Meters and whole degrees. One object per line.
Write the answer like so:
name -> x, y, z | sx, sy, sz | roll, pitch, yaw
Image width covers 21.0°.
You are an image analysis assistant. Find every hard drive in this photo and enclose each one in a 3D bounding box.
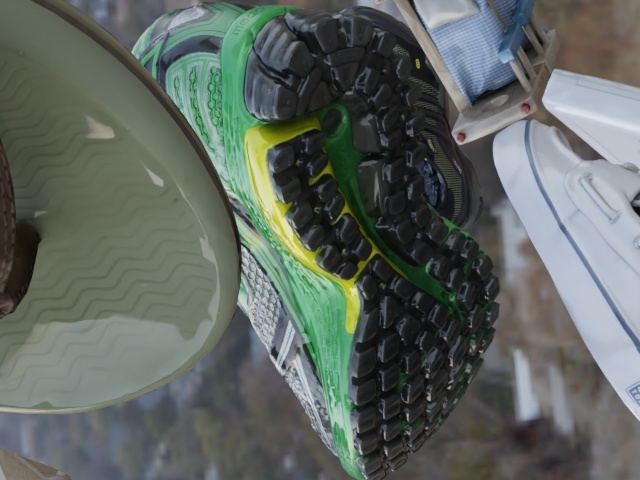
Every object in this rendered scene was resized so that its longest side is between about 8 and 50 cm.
hard drive -> 0.354, -0.056, 1.411 | 0.307, 0.203, 0.040 | 20, 83, 40

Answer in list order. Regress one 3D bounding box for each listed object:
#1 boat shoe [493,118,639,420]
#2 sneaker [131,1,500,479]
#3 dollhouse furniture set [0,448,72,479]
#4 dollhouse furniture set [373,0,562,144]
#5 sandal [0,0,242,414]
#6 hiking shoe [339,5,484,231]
boat shoe -> 0.175, 0.002, 0.994 | 0.095, 0.084, 0.258 | 45, -164, -39
sneaker -> 0.000, 0.000, 0.975 | 0.146, 0.134, 0.344 | 22, 144, 39
dollhouse furniture set -> -0.212, 0.306, 1.161 | 0.302, 0.197, 0.151 | -59, 29, 10
dollhouse furniture set -> 0.152, -0.177, 1.186 | 0.129, 0.183, 0.129 | 57, -152, -18
sandal -> -0.125, -0.020, 0.345 | 0.303, 0.120, 0.086 | 37, -155, -50
hiking shoe -> 0.071, -0.103, 1.521 | 0.227, 0.086, 0.114 | 62, -159, -1
